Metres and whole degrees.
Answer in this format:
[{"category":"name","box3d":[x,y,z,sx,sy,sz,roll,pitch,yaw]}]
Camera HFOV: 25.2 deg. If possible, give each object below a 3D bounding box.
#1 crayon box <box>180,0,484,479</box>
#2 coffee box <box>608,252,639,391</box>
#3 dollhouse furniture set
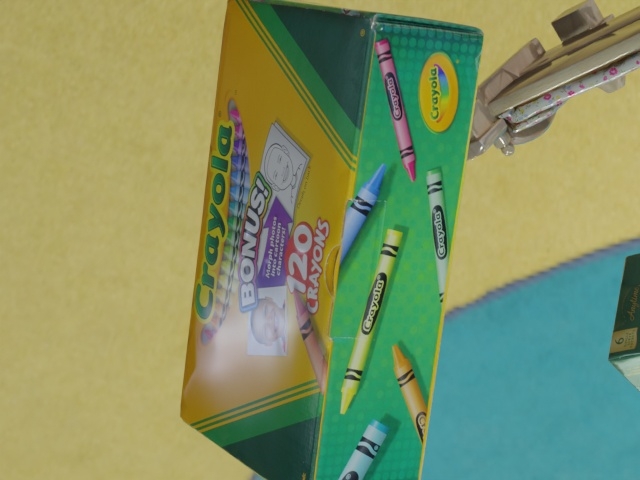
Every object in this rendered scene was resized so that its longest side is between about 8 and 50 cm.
[{"category":"crayon box","box3d":[0.000,0.000,0.854,0.081,0.165,0.278,1,101,-32]},{"category":"coffee box","box3d":[0.323,0.104,1.254,0.040,0.113,0.184,-16,133,42]},{"category":"dollhouse furniture set","box3d":[0.315,-0.135,1.156,0.303,0.355,0.173,-24,102,42]}]
